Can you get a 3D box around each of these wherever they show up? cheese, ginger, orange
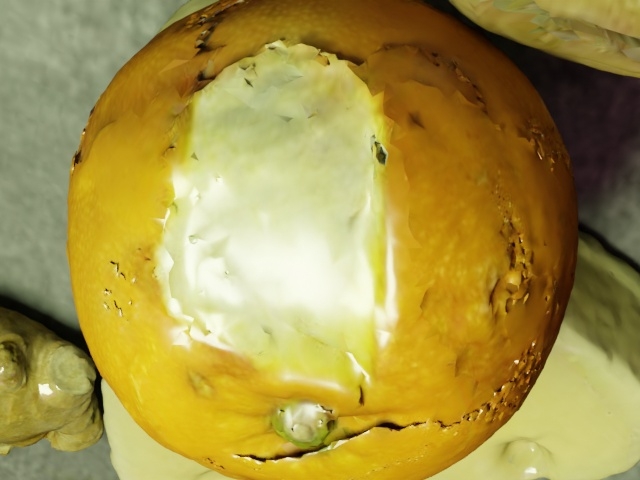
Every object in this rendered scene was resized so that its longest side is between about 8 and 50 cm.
[{"bbox_3d":[-0.012,0.065,0.850,0.384,0.104,0.383,9,128,11],"label":"cheese"},{"bbox_3d":[-0.267,0.097,0.971,0.216,0.102,0.157,15,157,2],"label":"ginger"},{"bbox_3d":[0.000,0.000,0.594,0.240,0.240,0.240,10,130,12],"label":"orange"}]

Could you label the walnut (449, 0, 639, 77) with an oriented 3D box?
[{"bbox_3d":[0.145,-0.177,0.535,0.261,0.225,0.225,11,130,4],"label":"walnut"}]
